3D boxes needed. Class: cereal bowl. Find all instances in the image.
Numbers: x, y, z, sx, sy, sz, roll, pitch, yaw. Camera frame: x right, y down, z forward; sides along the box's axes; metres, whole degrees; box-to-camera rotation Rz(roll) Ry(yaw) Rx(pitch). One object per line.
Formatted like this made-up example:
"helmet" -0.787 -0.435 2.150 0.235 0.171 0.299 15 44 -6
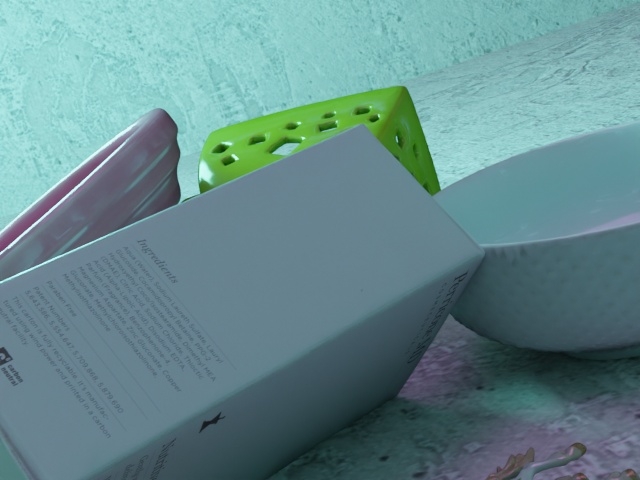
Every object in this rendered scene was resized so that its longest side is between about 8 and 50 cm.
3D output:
"cereal bowl" 0.252 0.005 1.043 0.339 0.141 0.339 -16 13 4

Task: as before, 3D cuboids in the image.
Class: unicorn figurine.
"unicorn figurine" 0.137 0.167 0.740 0.111 0.060 0.162 -23 -2 -20

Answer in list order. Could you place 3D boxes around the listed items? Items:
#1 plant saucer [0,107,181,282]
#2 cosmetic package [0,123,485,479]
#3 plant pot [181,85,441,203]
"plant saucer" -0.252 0.009 1.177 0.332 0.084 0.332 -39 12 10
"cosmetic package" -0.086 0.089 0.906 0.385 0.156 0.217 -26 -25 -33
"plant pot" 0.000 0.000 1.229 0.228 0.227 0.207 -13 21 16
